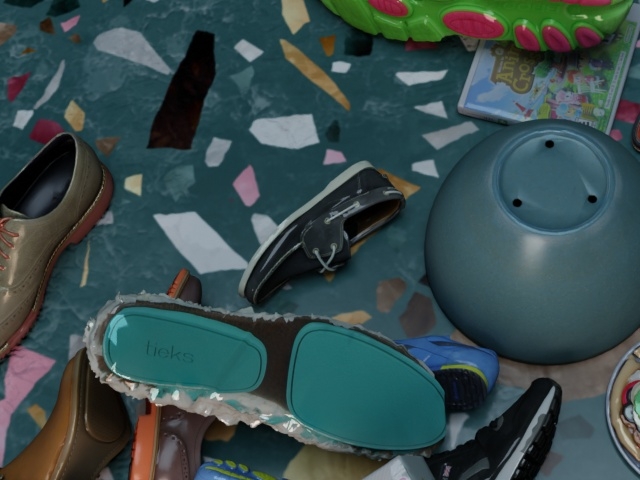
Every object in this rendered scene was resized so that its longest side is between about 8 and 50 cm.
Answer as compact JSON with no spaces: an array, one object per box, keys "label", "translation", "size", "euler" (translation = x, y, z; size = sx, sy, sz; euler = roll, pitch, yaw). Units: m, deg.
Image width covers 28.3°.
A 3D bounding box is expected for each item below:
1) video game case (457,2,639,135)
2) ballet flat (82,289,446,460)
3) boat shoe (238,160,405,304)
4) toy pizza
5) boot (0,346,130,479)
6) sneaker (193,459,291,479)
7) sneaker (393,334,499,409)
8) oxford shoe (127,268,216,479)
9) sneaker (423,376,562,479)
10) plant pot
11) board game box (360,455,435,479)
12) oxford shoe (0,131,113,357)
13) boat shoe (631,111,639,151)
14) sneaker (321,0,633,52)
[{"label":"video game case","translation":[0.298,-0.234,1.634],"size":[0.193,0.023,0.212],"euler":[15,69,13]},{"label":"ballet flat","translation":[-0.060,0.141,1.401],"size":[0.409,0.147,0.147],"euler":[17,67,-12]},{"label":"boat shoe","translation":[0.000,0.000,1.532],"size":[0.233,0.084,0.079],"euler":[-40,67,-14]},{"label":"toy pizza","translation":[0.423,0.188,1.425],"size":[0.201,0.032,0.201],"euler":[-3,66,6]},{"label":"boot","translation":[-0.332,0.270,1.452],"size":[0.220,0.109,0.283],"euler":[-23,52,18]},{"label":"sneaker","translation":[-0.056,0.307,1.413],"size":[0.188,0.067,0.078],"euler":[21,106,1]},{"label":"sneaker","translation":[0.103,0.145,1.474],"size":[0.209,0.069,0.082],"euler":[4,30,19]},{"label":"oxford shoe","translation":[-0.158,0.168,1.482],"size":[0.098,0.097,0.271],"euler":[10,73,-8]},{"label":"sneaker","translation":[0.158,0.254,1.391],"size":[0.124,0.107,0.283],"euler":[27,72,23]},{"label":"plant pot","translation":[0.260,-0.026,1.451],"size":[0.290,0.195,0.290],"euler":[-3,65,6]},{"label":"board game box","translation":[0.022,0.391,1.295],"size":[0.303,0.097,0.224],"euler":[-33,71,12]},{"label":"oxford shoe","translation":[-0.388,0.014,1.545],"size":[0.123,0.130,0.348],"euler":[23,71,16]},{"label":"boat shoe","translation":[0.431,-0.169,1.578],"size":[0.049,0.043,0.137],"euler":[34,75,17]},{"label":"sneaker","translation":[0.171,-0.371,1.634],"size":[0.483,0.185,0.202],"euler":[16,55,16]}]
